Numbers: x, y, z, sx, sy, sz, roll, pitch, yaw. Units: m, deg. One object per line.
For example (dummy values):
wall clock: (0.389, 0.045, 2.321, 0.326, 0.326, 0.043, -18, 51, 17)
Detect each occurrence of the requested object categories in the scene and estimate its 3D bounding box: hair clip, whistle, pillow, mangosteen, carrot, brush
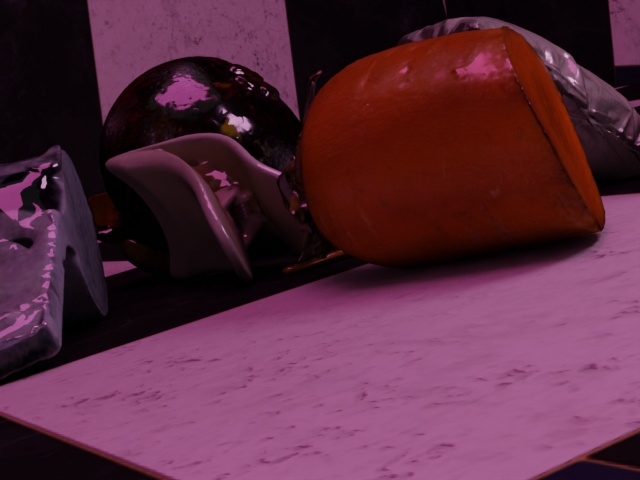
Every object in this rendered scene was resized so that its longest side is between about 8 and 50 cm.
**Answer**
hair clip: (-0.103, -0.031, 1.342, 0.113, 0.172, 0.282, -37, 25, -20)
whistle: (-0.319, 0.017, 1.223, 0.168, 0.188, 0.405, -14, 6, -4)
pillow: (0.226, -0.155, 1.435, 0.283, 0.138, 0.310, 29, -3, -15)
mangosteen: (-0.153, -0.089, 1.555, 0.288, 0.288, 0.288, -14, 6, 2)
carrot: (0.089, -0.079, 1.095, 0.331, 0.193, 0.214, -15, 46, 34)
brush: (0.038, 0.009, 1.298, 0.170, 0.014, 0.043, -18, 7, -17)

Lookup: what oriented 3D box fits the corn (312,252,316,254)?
corn: (0.000, 0.000, 1.393, 0.028, 0.027, 0.083, -34, 1, 13)
